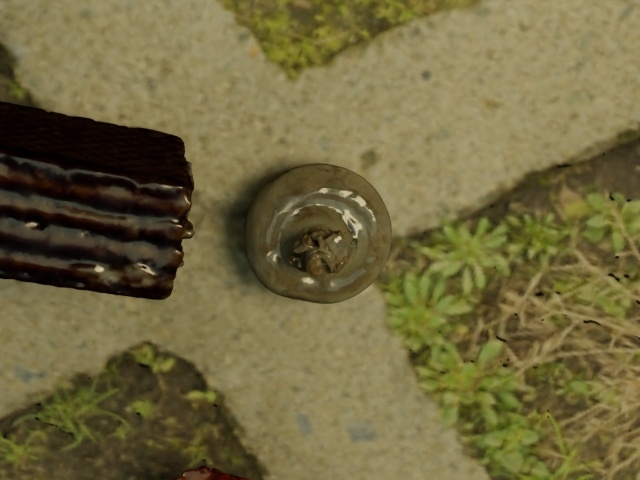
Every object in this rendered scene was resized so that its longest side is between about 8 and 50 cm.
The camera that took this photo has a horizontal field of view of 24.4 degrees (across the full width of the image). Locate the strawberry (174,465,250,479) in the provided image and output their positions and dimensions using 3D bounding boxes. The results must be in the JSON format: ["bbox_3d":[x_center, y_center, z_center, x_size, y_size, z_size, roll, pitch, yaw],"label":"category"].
[{"bbox_3d":[-0.029,0.215,0.884,0.192,0.085,0.140,33,106,-10],"label":"strawberry"}]

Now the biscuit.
[{"bbox_3d":[-0.260,-0.044,0.768,0.388,0.107,0.073,10,106,-11],"label":"biscuit"}]

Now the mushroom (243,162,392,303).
[{"bbox_3d":[0.000,0.000,0.833,0.085,0.079,0.085,-2,102,-7],"label":"mushroom"}]
